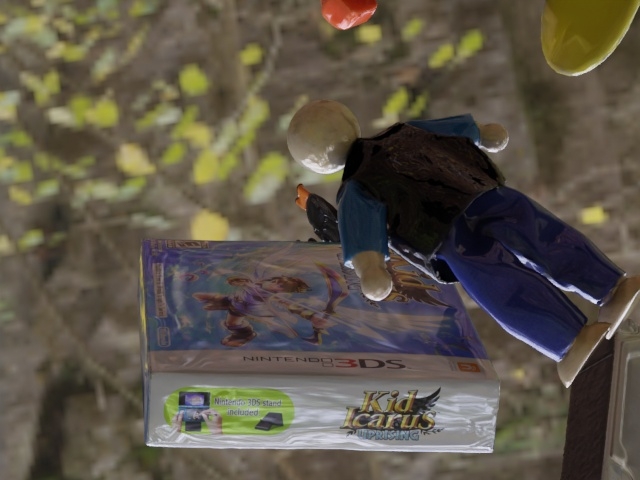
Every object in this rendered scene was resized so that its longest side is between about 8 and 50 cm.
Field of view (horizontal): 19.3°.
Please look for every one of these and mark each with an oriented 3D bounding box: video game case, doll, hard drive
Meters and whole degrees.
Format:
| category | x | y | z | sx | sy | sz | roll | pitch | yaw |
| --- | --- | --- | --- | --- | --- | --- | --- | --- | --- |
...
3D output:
| category | x | y | z | sx | sy | sz | roll | pitch | yaw |
| --- | --- | --- | --- | --- | --- | --- | --- | --- | --- |
| video game case | -0.011 | 0.071 | 1.402 | 0.244 | 0.061 | 0.269 | 2 | -159 | -8 |
| doll | 0.061 | -0.009 | 0.908 | 0.189 | 0.046 | 0.129 | 37 | -124 | 13 |
| hard drive | 0.322 | 0.251 | 1.725 | 0.064 | 0.237 | 0.339 | -36 | -156 | 37 |

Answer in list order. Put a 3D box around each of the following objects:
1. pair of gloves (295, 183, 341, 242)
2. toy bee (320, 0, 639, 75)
| category | x | y | z | sx | sy | sz | roll | pitch | yaw |
| --- | --- | --- | --- | --- | --- | --- | --- | --- | --- |
| pair of gloves | 0.000 | 0.000 | 1.596 | 0.010 | 0.083 | 0.074 | -17 | -140 | -30 |
| toy bee | 0.055 | -0.150 | 0.679 | 0.298 | 0.162 | 0.195 | 19 | -126 | 5 |
